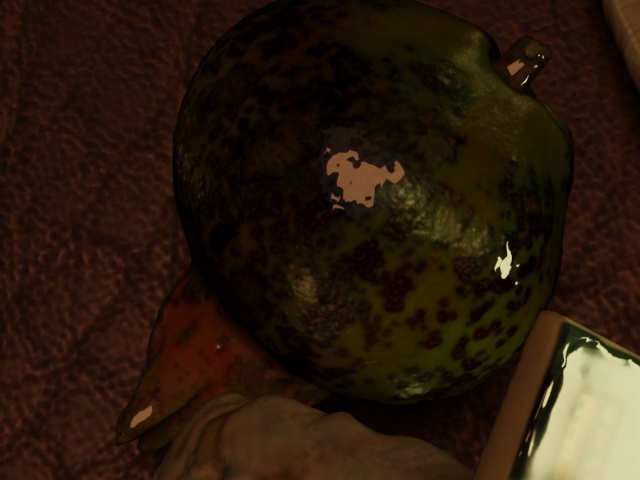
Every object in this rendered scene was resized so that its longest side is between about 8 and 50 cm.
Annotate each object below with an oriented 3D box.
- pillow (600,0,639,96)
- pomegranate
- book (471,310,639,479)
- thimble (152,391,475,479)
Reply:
[{"bbox_3d":[0.223,-0.162,1.019,0.144,0.078,0.254,-11,73,-10],"label":"pillow"},{"bbox_3d":[0.014,0.009,0.931,0.204,0.222,0.277,11,111,-9],"label":"pomegranate"},{"bbox_3d":[0.154,0.206,0.699,0.031,0.379,0.264,16,82,50],"label":"book"},{"bbox_3d":[0.040,0.209,0.805,0.291,0.291,0.195,24,76,11],"label":"thimble"}]
